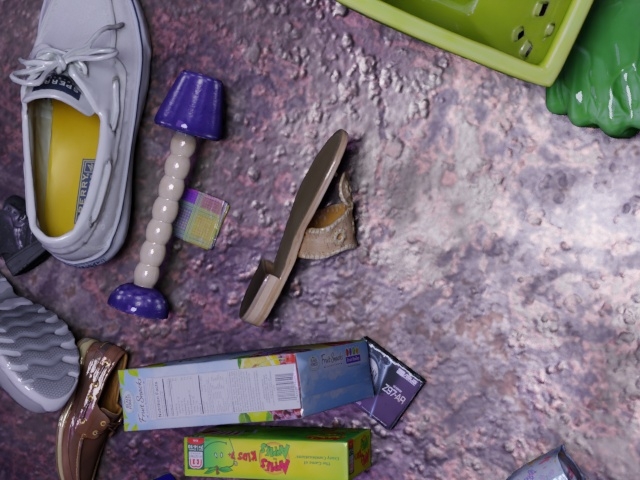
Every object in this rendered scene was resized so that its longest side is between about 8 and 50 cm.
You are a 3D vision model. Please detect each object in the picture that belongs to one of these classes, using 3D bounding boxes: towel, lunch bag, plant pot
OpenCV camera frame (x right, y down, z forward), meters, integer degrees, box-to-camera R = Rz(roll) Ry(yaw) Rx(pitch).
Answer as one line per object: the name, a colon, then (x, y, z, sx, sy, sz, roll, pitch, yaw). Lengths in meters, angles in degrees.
towel: (-0.149, -0.029, 1.306, 0.083, 0.009, 0.060, 21, 96, 18)
lunch bag: (0.223, 0.248, 1.143, 0.071, 0.083, 0.053, -35, 79, 14)
plant pot: (0.137, -0.292, 1.091, 0.228, 0.207, 0.227, 21, 97, -11)

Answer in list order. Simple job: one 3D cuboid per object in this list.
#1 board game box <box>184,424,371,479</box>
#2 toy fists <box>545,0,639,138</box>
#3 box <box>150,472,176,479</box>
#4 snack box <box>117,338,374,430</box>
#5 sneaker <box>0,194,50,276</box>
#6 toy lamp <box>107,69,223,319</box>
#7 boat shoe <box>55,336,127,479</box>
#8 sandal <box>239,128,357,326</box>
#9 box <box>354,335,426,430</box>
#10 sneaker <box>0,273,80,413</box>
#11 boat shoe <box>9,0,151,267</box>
board game box: (-0.045, 0.228, 1.225, 0.181, 0.092, 0.043, -2, 90, 18)
toy fists: (0.357, -0.165, 1.104, 0.279, 0.096, 0.142, 3, 80, 19)
box: (-0.183, 0.356, 1.278, 0.126, 0.072, 0.137, -44, 76, 12)
snack box: (-0.075, 0.149, 1.180, 0.207, 0.174, 0.070, -10, 85, 24)
sneaker: (-0.343, -0.021, 1.346, 0.170, 0.051, 0.089, -34, 84, 18)
toy lamp: (-0.167, -0.051, 1.266, 0.080, 0.080, 0.274, 16, 95, 17)
boat shoe: (-0.261, 0.203, 1.309, 0.060, 0.064, 0.177, 8, 88, 17)
sandal: (-0.001, -0.002, 1.237, 0.079, 0.088, 0.240, 25, 106, -15)
box: (0.062, 0.154, 1.230, 0.083, 0.018, 0.067, 37, 100, 15)
sneaker: (-0.373, 0.123, 1.321, 0.281, 0.105, 0.115, 38, 118, 39)
boat shoe: (-0.278, -0.161, 1.250, 0.136, 0.156, 0.367, 2, 79, 9)
